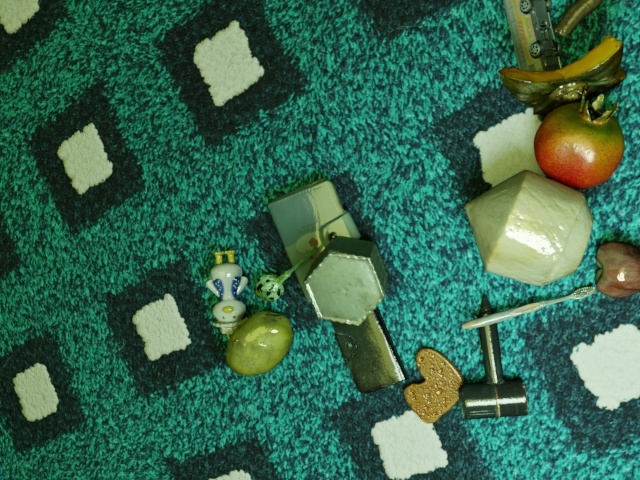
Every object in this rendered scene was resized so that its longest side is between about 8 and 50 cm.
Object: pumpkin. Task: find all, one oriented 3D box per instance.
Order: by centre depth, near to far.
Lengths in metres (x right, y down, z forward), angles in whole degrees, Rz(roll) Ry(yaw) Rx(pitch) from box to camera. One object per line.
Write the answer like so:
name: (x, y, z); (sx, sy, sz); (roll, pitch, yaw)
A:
pumpkin: (0.629, -0.406, 1.665); (0.290, 0.258, 0.095); (-16, 73, 23)

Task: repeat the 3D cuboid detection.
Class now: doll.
doll: (-0.304, 0.180, 2.139); (0.138, 0.119, 0.293); (-4, 93, -13)

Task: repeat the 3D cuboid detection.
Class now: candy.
candy: (-0.106, 0.097, 2.036); (0.091, 0.083, 0.305); (49, 129, 3)

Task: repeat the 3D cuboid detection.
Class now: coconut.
coconut: (0.534, -0.038, 1.711); (0.328, 0.329, 0.329); (2, 95, 21)

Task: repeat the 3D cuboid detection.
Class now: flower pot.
flower pot: (0.077, 0.114, 1.892); (0.209, 0.189, 0.239); (40, 107, -3)

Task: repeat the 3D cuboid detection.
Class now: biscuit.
biscuit: (0.330, 0.433, 1.961); (0.186, 0.036, 0.192); (45, 106, 10)

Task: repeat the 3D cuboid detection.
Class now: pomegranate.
pomegranate: (0.670, -0.258, 1.668); (0.221, 0.221, 0.257); (33, 141, 15)

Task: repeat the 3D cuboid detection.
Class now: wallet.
wallet: (0.136, 0.309, 2.022); (0.172, 0.045, 0.318); (-23, 85, 19)
wallet: (0.000, 0.000, 2.026); (0.252, 0.083, 0.360); (-23, 91, 22)

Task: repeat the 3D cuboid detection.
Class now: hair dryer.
hair dryer: (0.473, 0.331, 1.870); (0.189, 0.107, 0.352); (-8, 81, 10)

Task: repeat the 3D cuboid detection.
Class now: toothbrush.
toothbrush: (0.578, 0.190, 1.817); (0.375, 0.037, 0.028); (-18, 71, 11)

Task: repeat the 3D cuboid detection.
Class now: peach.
peach: (0.799, 0.078, 1.713); (0.152, 0.152, 0.152); (2, 95, 21)

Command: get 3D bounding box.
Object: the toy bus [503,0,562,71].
toy bus: (0.567, -0.563, 1.748); (0.106, 0.092, 0.268); (-14, 90, 62)

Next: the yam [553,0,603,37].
yam: (0.717, -0.635, 1.718); (0.057, 0.057, 0.241); (47, 107, 11)

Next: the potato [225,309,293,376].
potato: (-0.196, 0.329, 2.089); (0.148, 0.197, 0.228); (52, 130, 53)
